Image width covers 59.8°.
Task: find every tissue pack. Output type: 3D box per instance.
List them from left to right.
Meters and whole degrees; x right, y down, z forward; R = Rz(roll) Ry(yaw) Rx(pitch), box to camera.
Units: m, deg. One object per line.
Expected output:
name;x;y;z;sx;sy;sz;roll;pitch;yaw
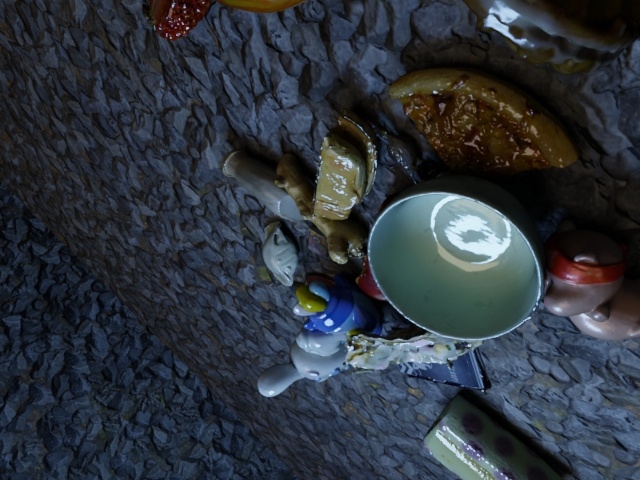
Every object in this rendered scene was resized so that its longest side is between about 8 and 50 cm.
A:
tissue pack;0.000;0.000;1.451;0.063;0.035;0.083;31;145;20

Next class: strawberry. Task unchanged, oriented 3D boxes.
strawberry;-0.283;-0.523;1.166;0.236;0.106;0.175;-19;74;52

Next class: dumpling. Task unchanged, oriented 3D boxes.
dumpling;-0.122;0.042;1.568;0.169;0.100;0.134;57;156;-13

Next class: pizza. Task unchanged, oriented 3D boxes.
pizza;0.261;-0.177;0.955;0.335;0.086;0.226;29;141;20

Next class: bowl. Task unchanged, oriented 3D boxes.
bowl;0.248;0.013;0.998;0.307;0.163;0.307;16;129;20

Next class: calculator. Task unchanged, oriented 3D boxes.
calculator;0.301;0.313;1.463;0.274;0.028;0.166;1;123;44

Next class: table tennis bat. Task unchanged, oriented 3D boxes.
table tennis bat;-0.009;0.147;1.624;0.220;0.019;0.130;4;128;42

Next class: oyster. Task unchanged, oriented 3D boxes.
oyster;0.062;0.002;1.379;0.132;0.086;0.029;23;117;-26
oyster;0.220;0.242;1.349;0.354;0.107;0.201;-5;143;15

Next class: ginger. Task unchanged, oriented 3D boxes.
ginger;-0.006;-0.081;1.323;0.299;0.118;0.065;51;141;7

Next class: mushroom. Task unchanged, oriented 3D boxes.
mushroom;-0.138;-0.143;1.400;0.247;0.108;0.096;36;104;11

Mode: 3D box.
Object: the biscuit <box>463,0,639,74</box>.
biscuit;0.237;-0.332;0.613;0.332;0.332;0.103;48;140;-3

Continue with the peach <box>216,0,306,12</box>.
peach;-0.091;-0.510;0.797;0.372;0.290;0.373;20;133;23

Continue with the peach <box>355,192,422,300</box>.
peach;0.172;0.028;1.190;0.153;0.159;0.267;18;134;2

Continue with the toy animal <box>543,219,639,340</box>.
toy animal;0.454;0.071;0.940;0.198;0.171;0.171;49;146;-12

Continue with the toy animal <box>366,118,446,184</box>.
toy animal;0.162;-0.165;1.087;0.202;0.070;0.105;43;165;-3

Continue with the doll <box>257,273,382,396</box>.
doll;0.040;0.248;1.466;0.187;0.376;0.366;33;125;27

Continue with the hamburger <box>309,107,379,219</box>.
hamburger;0.055;-0.153;1.176;0.130;0.124;0.262;19;146;5

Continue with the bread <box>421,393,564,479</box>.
bread;0.447;0.573;1.462;0.338;0.155;0.187;39;137;14
